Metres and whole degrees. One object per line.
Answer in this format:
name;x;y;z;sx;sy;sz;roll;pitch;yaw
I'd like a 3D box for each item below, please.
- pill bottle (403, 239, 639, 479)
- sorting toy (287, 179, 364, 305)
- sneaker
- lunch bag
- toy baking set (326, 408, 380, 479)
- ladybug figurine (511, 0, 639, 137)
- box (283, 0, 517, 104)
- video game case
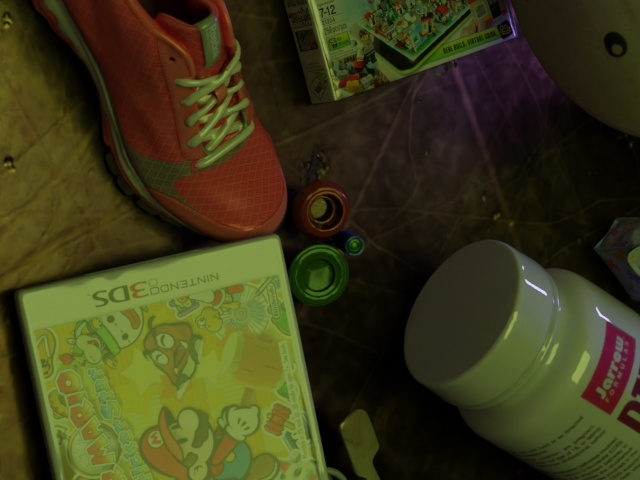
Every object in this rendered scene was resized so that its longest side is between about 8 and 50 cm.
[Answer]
pill bottle;0.215;0.121;1.670;0.283;0.160;0.160;31;72;-31
sorting toy;0.000;0.000;1.599;0.061;0.042;0.102;4;99;-20
sneaker;-0.108;-0.122;1.459;0.116;0.136;0.314;-43;113;-27
lunch bag;0.299;0.018;1.780;0.053;0.083;0.071;-51;117;-25
toy baking set;0.020;0.276;1.586;0.197;0.030;0.256;40;69;-41
ladybug figurine;0.304;-0.306;1.657;0.305;0.162;0.449;2;66;6
box;0.066;-0.195;1.646;0.207;0.036;0.114;-22;102;-34
video game case;-0.107;0.126;1.484;0.206;0.026;0.227;-13;95;-17
